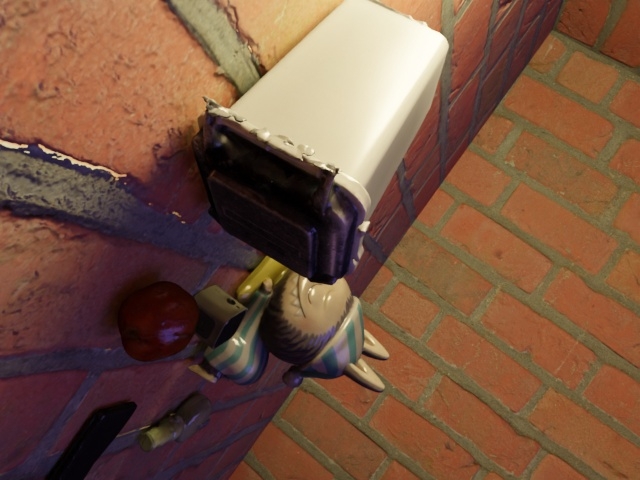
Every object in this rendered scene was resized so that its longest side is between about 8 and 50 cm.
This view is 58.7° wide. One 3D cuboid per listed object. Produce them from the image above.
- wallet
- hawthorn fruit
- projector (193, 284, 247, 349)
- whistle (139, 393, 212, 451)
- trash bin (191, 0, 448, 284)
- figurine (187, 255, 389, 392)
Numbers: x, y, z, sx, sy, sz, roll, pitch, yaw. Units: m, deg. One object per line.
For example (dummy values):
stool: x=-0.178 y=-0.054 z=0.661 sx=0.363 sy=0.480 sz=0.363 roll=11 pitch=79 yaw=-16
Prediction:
wallet: x=-0.438 y=0.403 z=1.044 sx=0.244 sy=0.025 sz=0.124 roll=-56 pitch=166 yaw=1
hawthorn fruit: x=-0.245 y=0.123 z=0.853 sx=0.128 sy=0.128 sz=0.128 roll=-49 pitch=165 yaw=-18
projector: x=-0.202 y=0.145 z=1.089 sx=0.083 sy=0.082 sz=0.083 roll=-61 pitch=165 yaw=24
whistle: x=-0.339 y=0.447 z=1.379 sx=0.126 sy=0.067 sz=0.258 roll=-58 pitch=163 yaw=11
trash bin: x=0.017 y=-0.161 z=0.801 sx=0.368 sy=0.255 sz=0.296 roll=-55 pitch=165 yaw=-22
figurine: x=-0.032 y=0.241 z=1.268 sx=0.361 sy=0.377 sz=0.266 roll=-55 pitch=166 yaw=-4
